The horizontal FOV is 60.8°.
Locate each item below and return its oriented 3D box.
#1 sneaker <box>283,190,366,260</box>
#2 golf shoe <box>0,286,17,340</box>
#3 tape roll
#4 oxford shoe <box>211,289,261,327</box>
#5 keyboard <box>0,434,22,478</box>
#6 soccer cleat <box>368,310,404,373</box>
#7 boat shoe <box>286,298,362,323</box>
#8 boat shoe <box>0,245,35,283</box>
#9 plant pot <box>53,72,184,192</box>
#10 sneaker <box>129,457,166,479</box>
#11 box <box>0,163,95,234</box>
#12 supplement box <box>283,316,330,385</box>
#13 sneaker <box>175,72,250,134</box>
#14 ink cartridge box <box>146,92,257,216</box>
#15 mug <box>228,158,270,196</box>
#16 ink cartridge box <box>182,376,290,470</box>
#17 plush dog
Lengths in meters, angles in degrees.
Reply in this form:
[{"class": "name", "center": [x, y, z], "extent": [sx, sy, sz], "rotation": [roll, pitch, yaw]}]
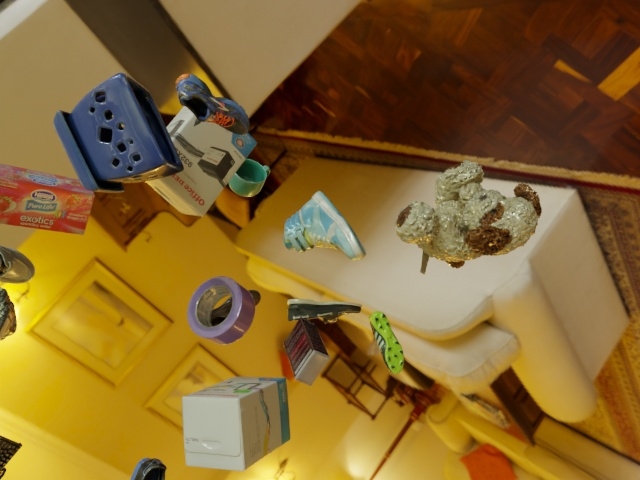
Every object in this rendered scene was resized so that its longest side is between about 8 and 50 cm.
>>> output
[{"class": "sneaker", "center": [0.000, 0.000, 1.729], "extent": [0.127, 0.208, 0.319], "rotation": [51, -178, -44]}, {"class": "golf shoe", "center": [-0.907, 0.236, 1.546], "extent": [0.273, 0.105, 0.120], "rotation": [45, 157, 59]}, {"class": "tape roll", "center": [-0.293, 0.207, 1.611], "extent": [0.189, 0.189, 0.080], "rotation": [29, 171, 34]}, {"class": "oxford shoe", "center": [-0.281, 0.235, 1.728], "extent": [0.096, 0.227, 0.083], "rotation": [31, 146, 56]}, {"class": "keyboard", "center": [-0.720, 0.510, 1.165], "extent": [0.023, 0.180, 0.108], "rotation": [24, 156, 30]}, {"class": "soccer cleat", "center": [0.184, 0.284, 1.523], "extent": [0.072, 0.060, 0.179], "rotation": [131, 121, -71]}, {"class": "boat shoe", "center": [0.017, 0.283, 2.154], "extent": [0.302, 0.091, 0.114], "rotation": [2, 168, -6]}, {"class": "boat shoe", "center": [-0.700, 0.045, 1.152], "extent": [0.081, 0.079, 0.227], "rotation": [32, 171, 36]}, {"class": "plant pot", "center": [-0.496, -0.243, 1.340], "extent": [0.236, 0.212, 0.236], "rotation": [-113, -1, -84]}, {"class": "sneaker", "center": [-0.451, 0.661, 1.351], "extent": [0.081, 0.232, 0.090], "rotation": [31, 150, -33]}, {"class": "box", "center": [-0.762, -0.110, 1.465], "extent": [0.257, 0.128, 0.122], "rotation": [11, -162, -38]}, {"class": "supplement box", "center": [-0.055, 0.397, 1.971], "extent": [0.073, 0.130, 0.239], "rotation": [28, -166, -24]}, {"class": "sneaker", "center": [-0.278, -0.329, 1.399], "extent": [0.221, 0.087, 0.083], "rotation": [28, 134, -32]}, {"class": "ink cartridge box", "center": [-0.377, -0.259, 1.670], "extent": [0.129, 0.307, 0.223], "rotation": [9, 150, 48]}, {"class": "mug", "center": [-0.264, -0.223, 2.025], "extent": [0.157, 0.129, 0.097], "rotation": [9, 137, -24]}, {"class": "ink cartridge box", "center": [-0.241, 0.525, 1.595], "extent": [0.198, 0.197, 0.270], "rotation": [-5, 177, 24]}, {"class": "plush dog", "center": [0.312, -0.027, 1.075], "extent": [0.225, 0.262, 0.211], "rotation": [-1, 122, 51]}]
